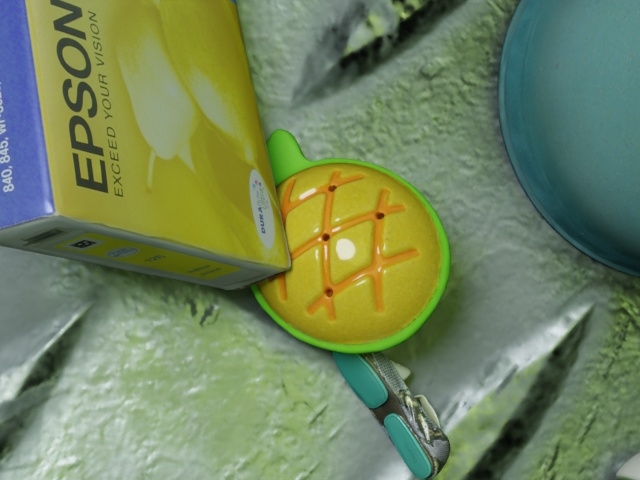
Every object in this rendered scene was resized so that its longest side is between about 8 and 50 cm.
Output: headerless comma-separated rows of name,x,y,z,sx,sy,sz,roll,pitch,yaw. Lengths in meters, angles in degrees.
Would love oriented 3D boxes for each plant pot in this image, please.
plant pot,0.272,-0.096,1.006,0.272,0.255,0.271,0,95,-6

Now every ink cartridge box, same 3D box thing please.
ink cartridge box,-0.150,-0.136,0.942,0.072,0.307,0.303,-19,72,27

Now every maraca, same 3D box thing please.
maraca,0.000,0.000,1.062,0.186,0.099,0.127,30,82,22

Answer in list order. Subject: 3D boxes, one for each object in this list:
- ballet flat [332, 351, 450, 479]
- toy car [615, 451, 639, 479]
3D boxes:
ballet flat,0.051,0.108,1.086,0.041,0.041,0.114,-34,89,-11
toy car,0.250,0.233,1.044,0.182,0.136,0.159,31,80,-4
